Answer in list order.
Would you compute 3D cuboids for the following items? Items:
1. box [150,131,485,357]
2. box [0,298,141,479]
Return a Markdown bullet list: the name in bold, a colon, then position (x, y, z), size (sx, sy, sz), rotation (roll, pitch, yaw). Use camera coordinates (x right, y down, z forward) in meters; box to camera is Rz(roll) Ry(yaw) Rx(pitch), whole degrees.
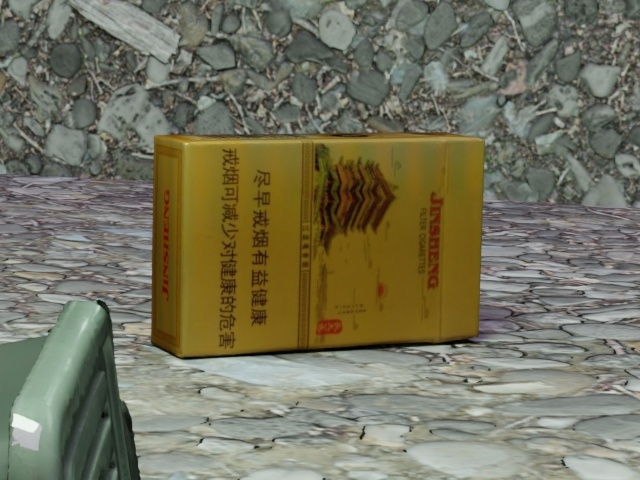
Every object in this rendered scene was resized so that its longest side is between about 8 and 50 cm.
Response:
- **box**: position (0.000, 0.000, 1.447), size (0.274, 0.174, 0.076), rotation (-2, 10, -26)
- **box**: position (-0.135, 0.120, 0.605), size (0.135, 0.163, 0.243), rotation (-7, 9, -1)
